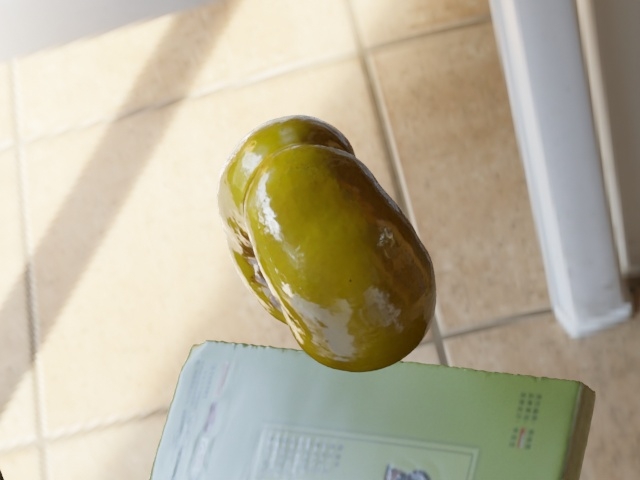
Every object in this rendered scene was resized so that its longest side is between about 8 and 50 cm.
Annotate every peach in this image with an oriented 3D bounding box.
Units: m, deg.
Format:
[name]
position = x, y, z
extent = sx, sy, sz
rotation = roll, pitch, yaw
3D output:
[peach]
position = 0.000, 0.000, 1.090
extent = 0.103, 0.179, 0.179
rotation = -33, 53, -9

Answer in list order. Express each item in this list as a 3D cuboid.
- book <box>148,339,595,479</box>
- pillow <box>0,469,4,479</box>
[book]
position = 0.013, 0.199, 1.211
extent = 0.352, 0.035, 0.239
rotation = 3, 70, 36
[pillow]
position = -0.337, 0.301, 1.397
extent = 0.228, 0.326, 0.101
rotation = -24, 15, -9
